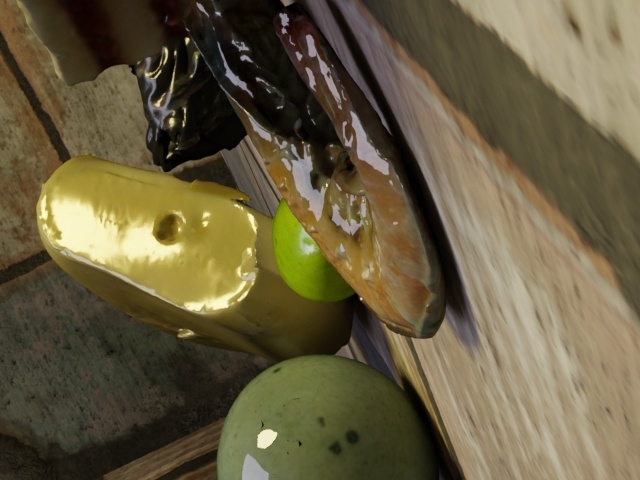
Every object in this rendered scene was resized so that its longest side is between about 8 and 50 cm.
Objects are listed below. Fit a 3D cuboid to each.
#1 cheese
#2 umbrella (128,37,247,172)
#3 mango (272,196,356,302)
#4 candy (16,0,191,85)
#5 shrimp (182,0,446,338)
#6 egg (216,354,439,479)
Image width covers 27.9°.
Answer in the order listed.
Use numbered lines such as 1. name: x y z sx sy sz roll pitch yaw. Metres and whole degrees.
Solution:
1. cheese: -0.088 0.033 1.107 0.259 0.128 0.316 25 175 23
2. umbrella: -0.132 -0.192 1.054 0.122 0.110 0.272 -123 13 -65
3. mango: 0.000 0.000 0.826 0.073 0.056 0.108 60 163 14
4. candy: -0.145 -0.237 0.696 0.321 0.135 0.179 83 162 -72
5. shrimp: -0.007 -0.069 0.583 0.251 0.052 0.143 57 165 5
6. egg: 0.007 0.180 0.993 0.236 0.169 0.169 71 173 -55
